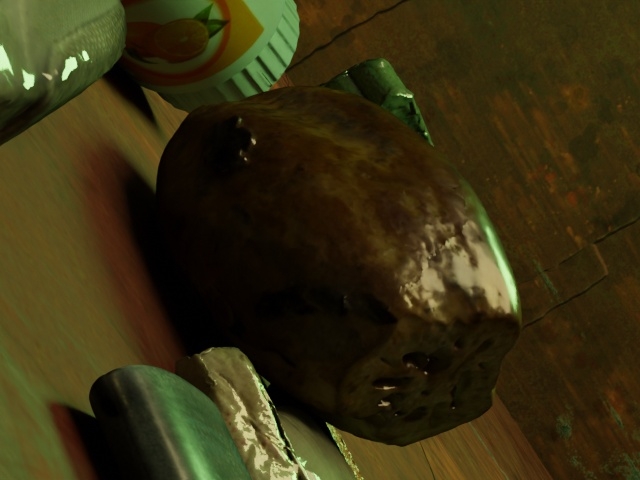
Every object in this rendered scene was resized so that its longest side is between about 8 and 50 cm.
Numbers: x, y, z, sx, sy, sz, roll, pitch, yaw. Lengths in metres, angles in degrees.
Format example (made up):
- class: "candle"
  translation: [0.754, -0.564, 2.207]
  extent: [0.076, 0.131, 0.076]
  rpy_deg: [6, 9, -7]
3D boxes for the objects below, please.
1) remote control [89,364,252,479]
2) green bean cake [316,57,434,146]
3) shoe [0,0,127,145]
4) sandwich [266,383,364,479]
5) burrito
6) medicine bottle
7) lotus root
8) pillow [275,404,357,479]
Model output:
- class: "remote control"
  translation: [0.008, 0.218, 0.547]
  extent: [0.378, 0.044, 0.107]
  rpy_deg: [61, 10, 28]
- class: "green bean cake"
  translation: [0.026, -0.112, 1.628]
  extent: [0.094, 0.183, 0.185]
  rpy_deg: [59, 3, 19]
- class: "shoe"
  translation: [-0.158, -0.094, 0.336]
  extent: [0.211, 0.132, 0.342]
  rpy_deg: [59, 9, -12]
- class: "sandwich"
  translation: [-0.002, 0.134, 0.949]
  extent: [0.135, 0.029, 0.067]
  rpy_deg: [60, 1, 24]
- class: "burrito"
  translation: [-0.030, 0.120, 0.721]
  extent: [0.149, 0.055, 0.041]
  rpy_deg: [63, -37, 20]
- class: "medicine bottle"
  translation: [-0.134, -0.225, 1.069]
  extent: [0.158, 0.158, 0.318]
  rpy_deg: [62, 8, 31]
- class: "lotus root"
  translation: [-0.008, 0.005, 0.909]
  extent: [0.291, 0.193, 0.193]
  rpy_deg: [51, 0, 41]
- class: "pillow"
  translation: [0.028, 0.191, 0.817]
  extent: [0.230, 0.050, 0.148]
  rpy_deg: [56, 0, 6]
